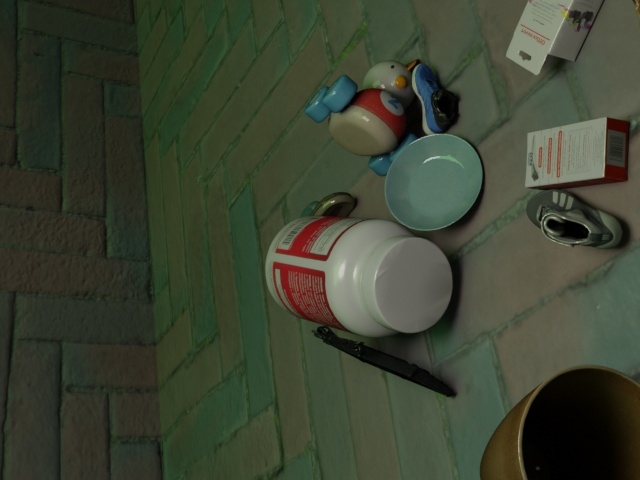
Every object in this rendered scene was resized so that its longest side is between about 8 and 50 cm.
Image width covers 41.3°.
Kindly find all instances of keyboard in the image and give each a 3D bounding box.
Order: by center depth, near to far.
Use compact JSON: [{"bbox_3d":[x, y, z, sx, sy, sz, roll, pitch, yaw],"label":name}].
[{"bbox_3d":[0.100,0.221,1.635,0.317,0.201,0.033,10,73,60],"label":"keyboard"}]

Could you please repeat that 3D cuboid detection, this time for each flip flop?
[{"bbox_3d":[0.000,0.000,1.973,0.277,0.112,0.080,-51,56,36],"label":"flip flop"}]

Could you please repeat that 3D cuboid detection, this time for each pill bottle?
[{"bbox_3d":[0.071,0.068,1.683,0.407,0.229,0.229,7,90,61],"label":"pill bottle"}]

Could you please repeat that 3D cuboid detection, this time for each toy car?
[{"bbox_3d":[0.133,-0.294,1.731,0.238,0.219,0.210,-55,14,-13],"label":"toy car"}]

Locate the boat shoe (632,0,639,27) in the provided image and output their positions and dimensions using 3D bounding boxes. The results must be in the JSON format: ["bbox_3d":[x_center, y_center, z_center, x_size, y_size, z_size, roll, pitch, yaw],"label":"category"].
[{"bbox_3d":[0.482,-0.288,1.138,0.120,0.122,0.324,-64,33,35],"label":"boat shoe"}]

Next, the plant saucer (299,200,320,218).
[{"bbox_3d":[-0.026,-0.040,2.095,0.119,0.021,0.119,-21,65,57],"label":"plant saucer"}]

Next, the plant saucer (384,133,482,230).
[{"bbox_3d":[0.216,-0.106,1.600,0.194,0.037,0.195,-10,69,26],"label":"plant saucer"}]

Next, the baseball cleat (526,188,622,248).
[{"bbox_3d":[0.363,-0.038,1.301,0.206,0.109,0.072,26,111,62],"label":"baseball cleat"}]

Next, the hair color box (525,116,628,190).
[{"bbox_3d":[0.397,-0.132,1.322,0.167,0.053,0.093,-3,82,59],"label":"hair color box"}]

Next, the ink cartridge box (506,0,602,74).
[{"bbox_3d":[0.386,-0.364,1.384,0.104,0.061,0.181,54,130,52],"label":"ink cartridge box"}]

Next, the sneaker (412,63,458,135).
[{"bbox_3d":[0.227,-0.288,1.655,0.084,0.058,0.152,144,123,-60],"label":"sneaker"}]

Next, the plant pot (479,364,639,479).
[{"bbox_3d":[0.331,0.316,1.195,0.254,0.237,0.237,126,143,-66],"label":"plant pot"}]
